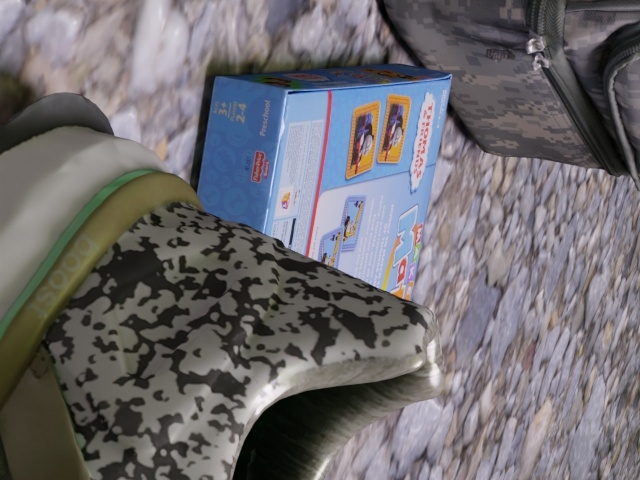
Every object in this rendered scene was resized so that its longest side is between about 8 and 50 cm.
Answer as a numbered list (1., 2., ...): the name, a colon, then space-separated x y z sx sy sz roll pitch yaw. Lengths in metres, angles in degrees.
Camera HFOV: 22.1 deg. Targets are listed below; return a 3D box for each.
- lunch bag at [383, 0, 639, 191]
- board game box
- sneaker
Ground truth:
1. lunch bag: 0.201 -0.144 0.885 0.305 0.256 0.212 44 62 -65
2. board game box: 0.000 0.000 0.770 0.211 0.039 0.160 -16 118 -65
3. sneaker: -0.081 0.157 0.466 0.158 0.182 0.410 52 55 -64
